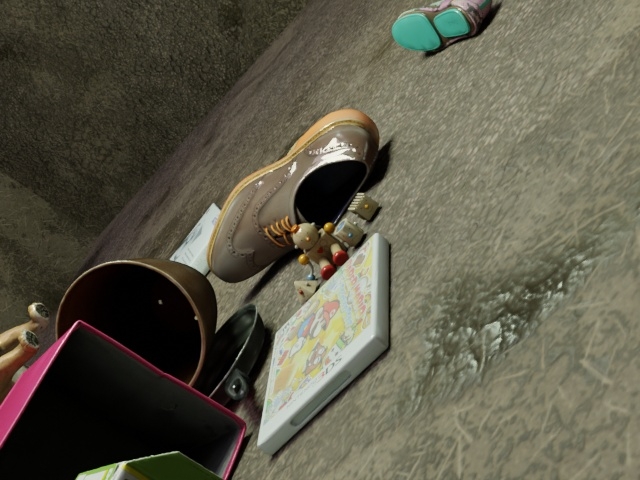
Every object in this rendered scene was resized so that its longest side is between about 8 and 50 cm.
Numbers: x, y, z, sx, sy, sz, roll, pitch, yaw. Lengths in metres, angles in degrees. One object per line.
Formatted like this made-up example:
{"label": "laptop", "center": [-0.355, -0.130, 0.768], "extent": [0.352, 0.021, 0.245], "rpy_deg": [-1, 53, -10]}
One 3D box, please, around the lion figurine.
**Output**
{"label": "lion figurine", "center": [-0.436, 0.230, 1.500], "extent": [0.240, 0.392, 0.142], "rpy_deg": [-36, 30, 16]}

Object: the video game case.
{"label": "video game case", "center": [0.006, 0.116, 1.198], "extent": [0.206, 0.026, 0.227], "rpy_deg": [-46, 17, 25]}

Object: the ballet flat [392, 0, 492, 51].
{"label": "ballet flat", "center": [0.194, -0.342, 1.563], "extent": [0.079, 0.077, 0.221], "rpy_deg": [-39, 16, -19]}

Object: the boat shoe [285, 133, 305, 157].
{"label": "boat shoe", "center": [-0.037, -0.086, 1.691], "extent": [0.073, 0.073, 0.207], "rpy_deg": [19, 73, 34]}

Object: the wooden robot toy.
{"label": "wooden robot toy", "center": [0.000, 0.000, 1.363], "extent": [0.173, 0.079, 0.076], "rpy_deg": [-52, 16, 9]}

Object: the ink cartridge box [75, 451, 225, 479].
{"label": "ink cartridge box", "center": [-0.126, 0.285, 0.918], "extent": [0.255, 0.189, 0.097], "rpy_deg": [-29, 28, 56]}

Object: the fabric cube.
{"label": "fabric cube", "center": [-0.291, 0.296, 1.252], "extent": [0.258, 0.259, 0.254], "rpy_deg": [-36, 24, 53]}

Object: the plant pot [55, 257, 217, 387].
{"label": "plant pot", "center": [-0.237, 0.114, 1.485], "extent": [0.215, 0.215, 0.230], "rpy_deg": [-50, -2, 15]}

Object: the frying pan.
{"label": "frying pan", "center": [-0.111, 0.162, 1.387], "extent": [0.326, 0.053, 0.197], "rpy_deg": [-27, 30, 58]}

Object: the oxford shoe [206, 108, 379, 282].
{"label": "oxford shoe", "center": [-0.055, -0.043, 1.535], "extent": [0.363, 0.130, 0.132], "rpy_deg": [-46, 24, 27]}

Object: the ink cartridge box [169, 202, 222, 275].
{"label": "ink cartridge box", "center": [-0.260, 0.034, 2.103], "extent": [0.224, 0.045, 0.223], "rpy_deg": [-54, 16, -1]}
